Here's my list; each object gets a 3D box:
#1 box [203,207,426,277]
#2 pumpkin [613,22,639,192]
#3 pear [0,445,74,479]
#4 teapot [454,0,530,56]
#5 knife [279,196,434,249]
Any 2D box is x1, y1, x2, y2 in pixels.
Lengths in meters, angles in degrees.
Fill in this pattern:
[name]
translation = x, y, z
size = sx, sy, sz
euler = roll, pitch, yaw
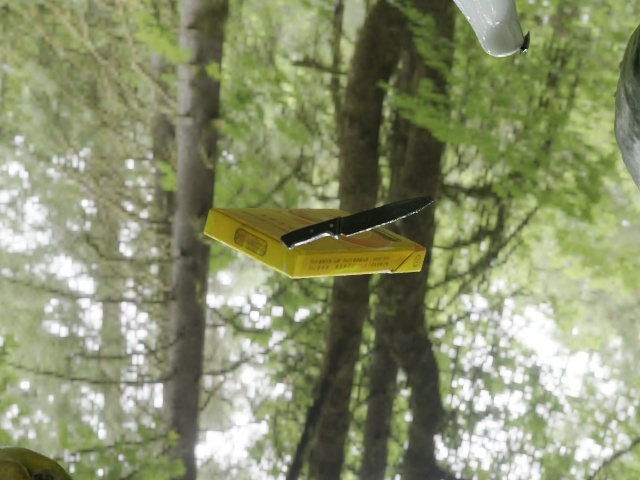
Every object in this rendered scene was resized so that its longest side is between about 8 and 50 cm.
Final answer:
[box]
translation = 0.000, 0.000, 1.401
size = 0.152, 0.043, 0.269
euler = 27, -163, 34
[pumpkin]
translation = 0.364, -0.060, 0.736
size = 0.257, 0.291, 0.328
euler = -31, -98, -17
[pear]
translation = -0.454, 0.404, 1.497
size = 0.253, 0.307, 0.253
euler = 36, -159, -16
[teapot]
translation = 0.066, -0.321, 0.878
size = 0.252, 0.280, 0.424
euler = -22, -123, 4
[knife]
translation = 0.035, -0.018, 1.115
size = 0.170, 0.023, 0.010
euler = -17, 166, 23
